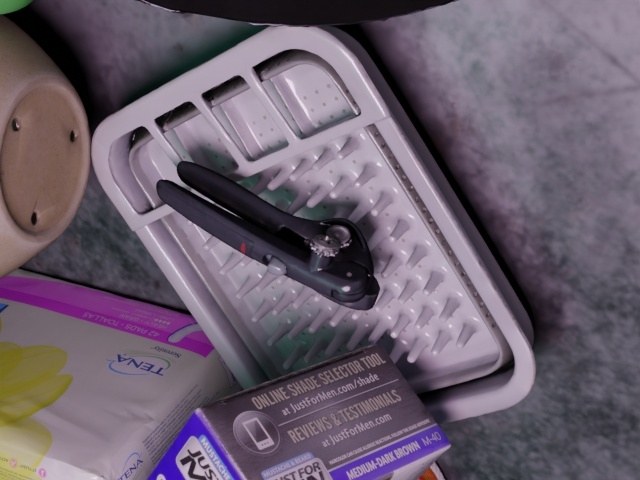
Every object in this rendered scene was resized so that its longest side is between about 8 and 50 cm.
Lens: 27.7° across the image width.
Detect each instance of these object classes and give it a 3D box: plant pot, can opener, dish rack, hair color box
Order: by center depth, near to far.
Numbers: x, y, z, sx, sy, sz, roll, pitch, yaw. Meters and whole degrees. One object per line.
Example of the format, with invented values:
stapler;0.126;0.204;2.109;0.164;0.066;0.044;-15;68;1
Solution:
can opener;-0.041;-0.004;0.946;0.186;0.059;0.073;27;133;14
dish rack;0.000;0.000;1.010;0.285;0.072;0.333;-21;107;40
hair color box;-0.066;0.235;1.017;0.110;0.185;0.339;53;133;22
plant pot;-0.296;-0.071;1.021;0.190;0.284;0.284;8;124;22

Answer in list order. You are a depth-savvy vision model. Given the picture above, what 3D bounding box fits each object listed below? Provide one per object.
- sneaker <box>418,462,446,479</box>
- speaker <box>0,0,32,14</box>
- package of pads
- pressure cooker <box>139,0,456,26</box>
sneaker;0.108;0.256;1.119;0.175;0.067;0.064;42;132;-1
speaker;-0.219;-0.304;0.901;0.131;0.131;0.296;35;133;8
package of pads;-0.239;0.141;1.158;0.296;0.229;0.101;11;126;26
pressure cooker;-0.012;-0.345;0.559;0.375;0.420;0.370;24;134;-28
